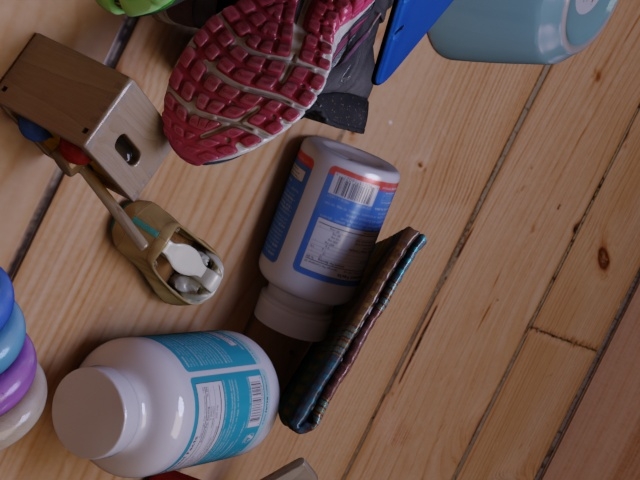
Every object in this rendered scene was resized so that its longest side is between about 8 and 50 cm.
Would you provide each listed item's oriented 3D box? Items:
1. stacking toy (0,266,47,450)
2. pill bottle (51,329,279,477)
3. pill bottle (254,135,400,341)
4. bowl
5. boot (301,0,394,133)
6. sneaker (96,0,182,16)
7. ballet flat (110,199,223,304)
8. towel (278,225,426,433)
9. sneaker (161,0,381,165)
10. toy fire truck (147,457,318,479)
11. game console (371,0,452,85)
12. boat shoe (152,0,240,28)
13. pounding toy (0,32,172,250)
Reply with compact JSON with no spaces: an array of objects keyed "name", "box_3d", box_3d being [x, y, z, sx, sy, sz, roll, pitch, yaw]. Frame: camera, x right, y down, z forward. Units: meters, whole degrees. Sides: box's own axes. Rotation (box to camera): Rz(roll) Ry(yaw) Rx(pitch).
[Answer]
[{"name":"stacking toy","box_3d":[-0.308,0.018,1.185,0.141,0.141,0.330,-39,142,-39]},{"name":"pill bottle","box_3d":[-0.166,0.171,1.559,0.264,0.146,0.146,3,112,-61]},{"name":"pill bottle","box_3d":[0.000,0.000,1.727,0.124,0.124,0.221,-2,117,-61]},{"name":"bowl","box_3d":[0.284,-0.348,1.877,0.311,0.163,0.311,-41,147,-35]},{"name":"boot","box_3d":[-0.019,-0.240,1.516,0.338,0.118,0.222,0,107,-69]},{"name":"sneaker","box_3d":[-0.043,-0.392,1.220,0.482,0.185,0.202,-62,150,1]},{"name":"ballet flat","box_3d":[-0.145,0.029,1.547,0.080,0.073,0.232,-60,154,-6]},{"name":"towel","box_3d":[0.032,0.113,1.796,0.271,0.040,0.370,-60,-178,-6]},{"name":"sneaker","box_3d":[-0.028,-0.171,1.332,0.299,0.121,0.112,-50,171,-26]},{"name":"toy fire truck","box_3d":[-0.130,0.343,1.806,0.246,0.159,0.217,-62,156,-29]},{"name":"game console","box_3d":[0.096,-0.338,1.422,0.173,0.250,0.293,-19,161,-15]},{"name":"boat shoe","box_3d":[-0.050,-0.305,1.385,0.285,0.092,0.103,-53,153,-19]},{"name":"pounding toy","box_3d":[-0.198,-0.084,1.280,0.100,0.130,0.141,-56,153,-13]}]
